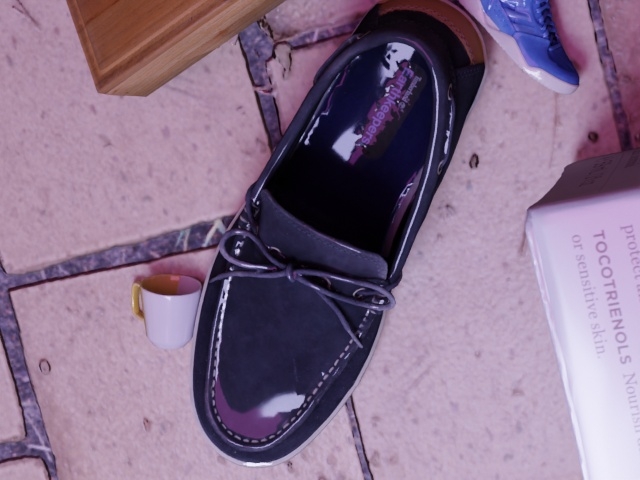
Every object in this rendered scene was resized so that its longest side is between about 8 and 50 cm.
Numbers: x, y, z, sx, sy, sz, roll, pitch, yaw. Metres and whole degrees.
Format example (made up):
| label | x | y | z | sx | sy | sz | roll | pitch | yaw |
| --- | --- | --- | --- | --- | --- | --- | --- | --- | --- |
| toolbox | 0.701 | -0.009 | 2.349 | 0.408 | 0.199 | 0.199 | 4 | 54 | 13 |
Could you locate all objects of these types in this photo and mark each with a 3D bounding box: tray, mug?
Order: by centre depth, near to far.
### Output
| label | x | y | z | sx | sy | sz | roll | pitch | yaw |
| --- | --- | --- | --- | --- | --- | --- | --- | --- | --- |
| tray | -0.078 | -0.312 | 1.554 | 0.411 | 0.076 | 0.203 | -30 | 74 | 36 |
| mug | -0.153 | 0.071 | 1.748 | 0.062 | 0.078 | 0.064 | -4 | 111 | -18 |

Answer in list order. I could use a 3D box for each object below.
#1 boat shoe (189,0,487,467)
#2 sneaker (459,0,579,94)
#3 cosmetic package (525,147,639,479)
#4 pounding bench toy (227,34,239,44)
| label | x | y | z | sx | sy | sz | roll | pitch | yaw |
| --- | --- | --- | --- | --- | --- | --- | --- | --- | --- |
| boat shoe | 0.000 | 0.000 | 1.639 | 0.187 | 0.156 | 0.500 | 29 | 107 | 6 |
| sneaker | 0.200 | -0.211 | 1.598 | 0.152 | 0.058 | 0.084 | 48 | 116 | 9 |
| cosmetic package | 0.413 | 0.067 | 1.452 | 0.394 | 0.329 | 0.327 | -12 | 96 | 15 |
| pounding bench toy | -0.102 | -0.233 | 1.669 | 0.052 | 0.065 | 0.083 | 21 | 104 | 10 |
